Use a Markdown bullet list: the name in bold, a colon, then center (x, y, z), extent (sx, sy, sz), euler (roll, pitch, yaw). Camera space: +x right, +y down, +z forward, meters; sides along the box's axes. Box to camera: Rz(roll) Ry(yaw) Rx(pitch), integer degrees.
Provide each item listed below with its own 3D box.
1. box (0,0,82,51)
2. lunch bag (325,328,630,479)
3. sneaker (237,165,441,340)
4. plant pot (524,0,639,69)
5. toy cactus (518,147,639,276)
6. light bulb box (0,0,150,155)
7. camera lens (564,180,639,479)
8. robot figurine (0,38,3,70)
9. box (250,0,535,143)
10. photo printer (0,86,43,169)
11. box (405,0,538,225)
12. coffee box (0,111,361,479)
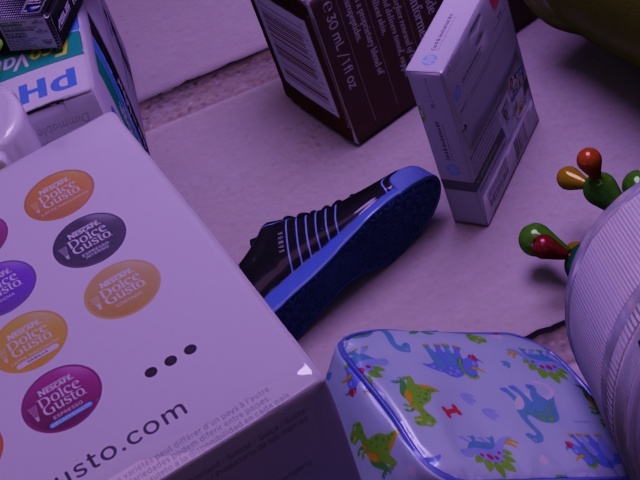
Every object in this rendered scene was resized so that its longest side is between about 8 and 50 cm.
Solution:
- **box**: center (-0.304, -0.245, 1.397), extent (0.190, 0.045, 0.184), euler (-1, 49, 17)
- **lunch bag**: center (0.111, 0.146, 1.076), extent (0.219, 0.090, 0.176), euler (4, 33, -36)
- **sneaker**: center (0.000, 0.000, 1.338), extent (0.232, 0.081, 0.090), euler (-39, 54, -16)
- **plant pot**: center (0.359, -0.276, 1.311), extent (0.366, 0.366, 0.353), euler (-43, 36, -21)
- **toy cactus**: center (0.271, 0.010, 1.223), extent (0.219, 0.112, 0.180), euler (-1, 57, 9)
- **light bulb box**: center (-0.366, -0.111, 1.484), extent (0.358, 0.225, 0.361), euler (-20, 43, 1)
- **camera lens**: center (0.290, 0.077, 1.003), extent (0.219, 0.219, 0.274), euler (-17, 18, 5)
- **robot figurine**: center (-0.337, -0.166, 1.301), extent (0.115, 0.101, 0.067), euler (15, 35, 3)
- **box**: center (0.121, -0.288, 1.495), extent (0.381, 0.191, 0.143), euler (-38, 46, -15)
- **photo printer**: center (-0.317, 0.030, 1.267), extent (0.256, 0.307, 0.107), euler (-12, 46, 6)
- **box**: center (0.139, -0.128, 1.333), extent (0.038, 0.186, 0.145), euler (8, 52, 28)
- **coffee box**: center (-0.175, 0.185, 1.040), extent (0.337, 0.338, 0.334), euler (-30, 44, -11)
